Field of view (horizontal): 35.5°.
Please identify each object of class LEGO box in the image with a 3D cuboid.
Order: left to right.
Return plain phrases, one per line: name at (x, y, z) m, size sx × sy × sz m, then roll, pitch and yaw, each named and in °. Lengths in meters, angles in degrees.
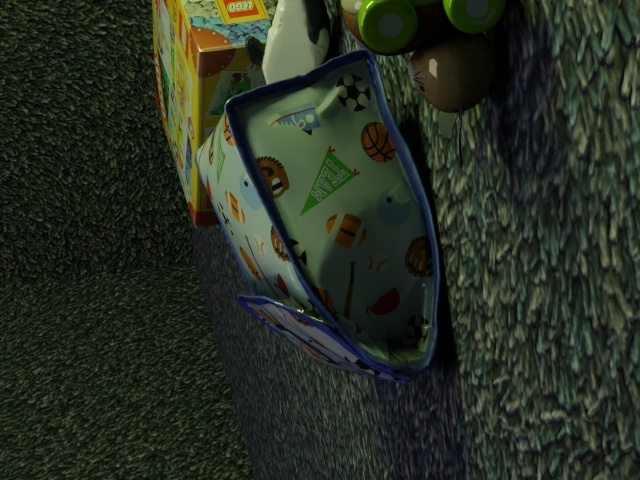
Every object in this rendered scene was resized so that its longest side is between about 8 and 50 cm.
LEGO box at (-0.194, -0.327, 1.937) m, size 0.500 × 0.193 × 0.373 m, roll 101°, pitch 153°, yaw -54°

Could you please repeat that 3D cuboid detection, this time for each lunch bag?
lunch bag at (0.000, 0.000, 1.294) m, size 0.386 × 0.238 × 0.328 m, roll 67°, pitch 166°, yaw -2°

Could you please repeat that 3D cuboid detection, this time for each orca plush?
orca plush at (-0.036, -0.328, 1.523) m, size 0.102 × 0.151 × 0.287 m, roll -60°, pitch -36°, yaw -44°

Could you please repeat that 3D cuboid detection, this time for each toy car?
toy car at (0.107, -0.170, 0.953) m, size 0.155 × 0.148 × 0.188 m, roll -96°, pitch -7°, yaw -61°
